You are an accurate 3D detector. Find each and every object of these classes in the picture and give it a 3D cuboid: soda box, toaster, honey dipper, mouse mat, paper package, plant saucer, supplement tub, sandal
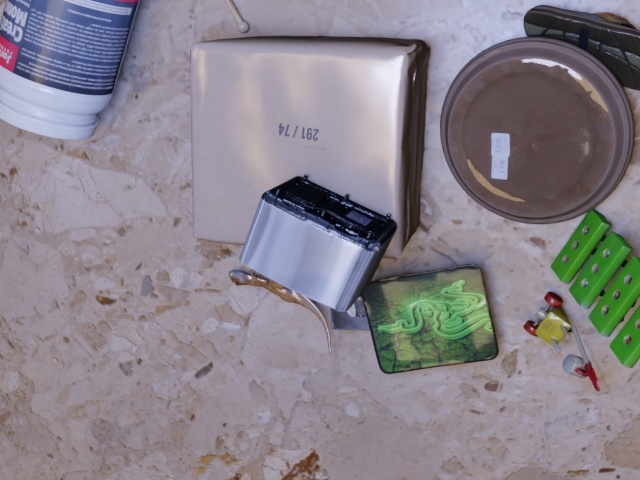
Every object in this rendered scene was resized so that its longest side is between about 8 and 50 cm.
[{"bbox_3d":[0.102,0.108,1.525,0.169,0.053,0.060,0,103,17],"label":"soda box"},{"bbox_3d":[0.000,0.000,1.287,0.168,0.186,0.110,25,106,8],"label":"toaster"},{"bbox_3d":[-0.156,-0.390,1.498,0.030,0.030,0.160,-26,98,21],"label":"honey dipper"},{"bbox_3d":[0.164,0.121,1.477,0.190,0.007,0.152,-11,100,18],"label":"mouse mat"},{"bbox_3d":[-0.014,-0.145,1.440,0.325,0.168,0.309,5,105,15],"label":"paper package"},{"bbox_3d":[0.300,-0.147,1.384,0.278,0.041,0.277,10,116,20],"label":"plant saucer"},{"bbox_3d":[-0.395,-0.312,1.502,0.191,0.191,0.272,24,109,10],"label":"supplement tub"},{"bbox_3d":[0.387,-0.276,1.341,0.219,0.060,0.090,25,146,24],"label":"sandal"}]

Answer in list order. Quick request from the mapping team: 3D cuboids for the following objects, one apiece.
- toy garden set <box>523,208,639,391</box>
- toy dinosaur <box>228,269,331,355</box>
[{"bbox_3d":[0.388,0.102,1.359,0.049,0.244,0.203,20,114,-22],"label":"toy garden set"},{"bbox_3d":[-0.045,0.080,1.570,0.211,0.064,0.112,29,128,18],"label":"toy dinosaur"}]
